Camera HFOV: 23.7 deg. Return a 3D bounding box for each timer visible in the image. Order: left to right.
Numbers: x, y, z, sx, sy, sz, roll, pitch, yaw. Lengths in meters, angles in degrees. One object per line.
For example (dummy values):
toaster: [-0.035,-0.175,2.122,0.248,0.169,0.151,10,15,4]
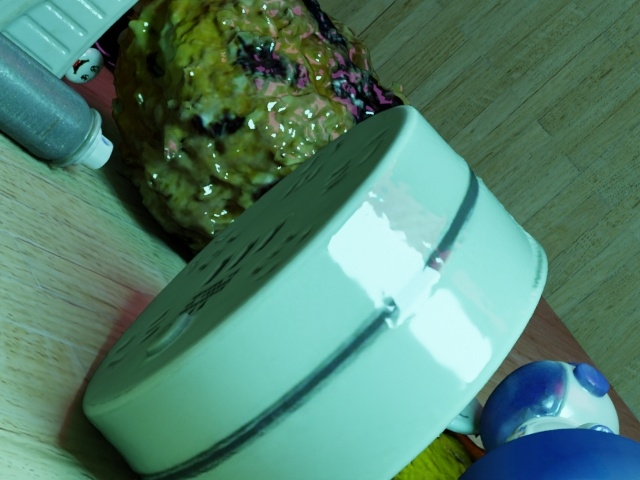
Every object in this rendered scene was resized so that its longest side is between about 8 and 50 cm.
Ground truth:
timer: [0.223,0.244,1.433,0.270,0.270,0.383,44,19,-17]

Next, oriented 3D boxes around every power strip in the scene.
power strip: [-0.003,0.055,1.143,0.161,0.357,0.357,47,12,-10]

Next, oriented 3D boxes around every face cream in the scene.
face cream: [-0.305,-0.154,1.409,0.283,0.073,0.073,39,15,-35]

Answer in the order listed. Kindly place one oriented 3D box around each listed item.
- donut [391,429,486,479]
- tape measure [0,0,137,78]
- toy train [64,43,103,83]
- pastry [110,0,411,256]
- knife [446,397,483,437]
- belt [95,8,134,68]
donut: [0.116,0.212,1.651,0.152,0.101,0.259,36,19,-38]
tape measure: [-0.280,-0.287,1.469,0.265,0.258,0.130,41,16,-31]
toy train: [-0.307,-0.257,1.706,0.131,0.083,0.204,34,19,-55]
pastry: [-0.054,-0.104,1.630,0.405,0.292,0.337,54,20,-20]
knife: [0.041,0.164,1.467,0.132,0.038,0.399,40,24,24]
belt: [-0.230,-0.294,1.919,0.198,0.151,0.078,54,11,-7]
